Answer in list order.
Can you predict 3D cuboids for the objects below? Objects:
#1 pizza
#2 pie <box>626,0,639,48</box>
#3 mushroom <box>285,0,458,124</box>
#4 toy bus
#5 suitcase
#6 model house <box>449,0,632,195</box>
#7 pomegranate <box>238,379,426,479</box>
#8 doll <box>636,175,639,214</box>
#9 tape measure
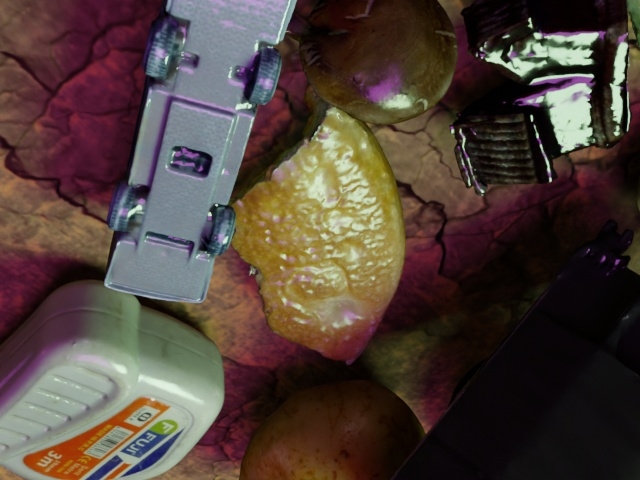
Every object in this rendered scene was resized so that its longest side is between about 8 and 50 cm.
[{"bbox_3d":[0.000,0.000,0.834,0.182,0.073,0.365,-14,129,-1],"label":"pizza"},{"bbox_3d":[0.412,-0.241,0.676,0.323,0.070,0.323,-2,108,-5],"label":"pie"},{"bbox_3d":[0.036,-0.174,0.686,0.171,0.135,0.080,15,166,3],"label":"mushroom"},{"bbox_3d":[-0.111,-0.102,0.692,0.109,0.136,0.329,13,125,-14],"label":"toy bus"},{"bbox_3d":[0.261,0.219,0.792,0.434,0.283,0.194,-48,150,-11],"label":"suitcase"},{"bbox_3d":[0.198,-0.148,0.730,0.164,0.141,0.203,-6,122,11],"label":"model house"},{"bbox_3d":[0.020,0.287,0.967,0.248,0.248,0.248,-5,128,-6],"label":"pomegranate"},{"bbox_3d":[0.444,-0.026,0.838,0.177,0.161,0.260,-42,125,4],"label":"doll"},{"bbox_3d":[-0.260,0.172,0.889,0.265,0.130,0.258,31,119,-35],"label":"tape measure"}]
